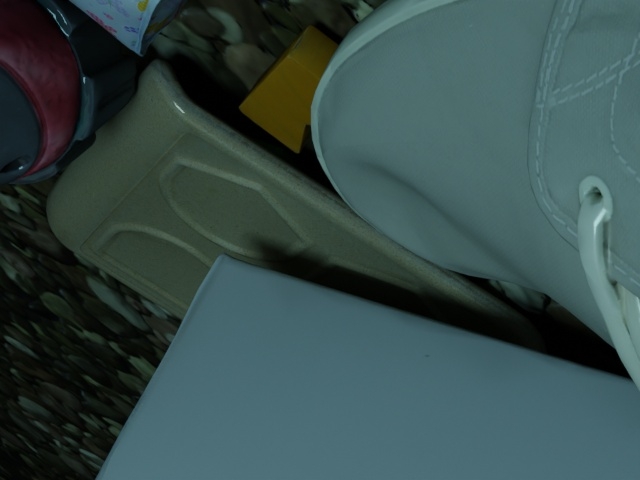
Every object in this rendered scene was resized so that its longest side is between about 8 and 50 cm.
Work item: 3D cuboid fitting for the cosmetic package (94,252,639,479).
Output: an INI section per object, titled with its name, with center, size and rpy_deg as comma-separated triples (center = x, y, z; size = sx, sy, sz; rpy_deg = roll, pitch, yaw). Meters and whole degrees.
[cosmetic package]
center = 0.109, 0.165, 0.826
size = 0.385, 0.156, 0.217
rpy_deg = 19, 154, 22

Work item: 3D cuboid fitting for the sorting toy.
[sorting toy]
center = 0.000, 0.000, 0.873
size = 0.229, 0.041, 0.307
rpy_deg = 37, 154, -8

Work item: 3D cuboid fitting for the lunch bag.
[lunch bag]
center = -0.078, -0.117, 0.713
size = 0.071, 0.053, 0.083
rpy_deg = 38, 169, 0

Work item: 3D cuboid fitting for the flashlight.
[flashlight]
center = -0.186, -0.031, 0.716
size = 0.103, 0.304, 0.103
rpy_deg = 49, 125, -2

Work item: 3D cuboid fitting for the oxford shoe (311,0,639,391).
[oxford shoe]
center = 0.140, 0.004, 0.536
size = 0.449, 0.130, 0.169
rpy_deg = 12, 151, 49
